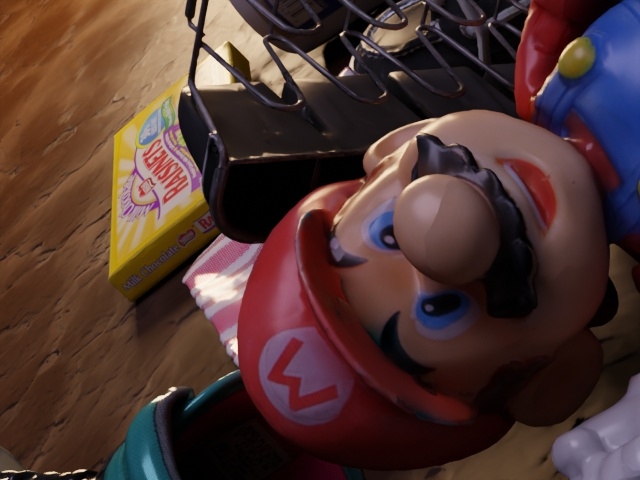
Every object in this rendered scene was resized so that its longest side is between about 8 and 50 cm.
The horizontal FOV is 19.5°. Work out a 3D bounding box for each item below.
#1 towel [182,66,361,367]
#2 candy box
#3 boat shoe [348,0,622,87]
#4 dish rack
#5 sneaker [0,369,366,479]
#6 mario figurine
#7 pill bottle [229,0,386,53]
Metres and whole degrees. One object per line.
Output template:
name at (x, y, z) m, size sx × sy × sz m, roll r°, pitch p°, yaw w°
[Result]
towel at (0.000, 0.000, 0.875) m, size 0.144 × 0.029 × 0.197 m, roll -51°, pitch 28°, yaw 7°
candy box at (-0.084, -0.047, 1.135) m, size 0.105 × 0.027 × 0.206 m, roll -40°, pitch 23°, yaw 14°
boat shoe at (0.104, -0.126, 0.876) m, size 0.306 × 0.105 × 0.113 m, roll -5°, pitch 43°, yaw 55°
dish rack at (0.055, -0.136, 0.704) m, size 0.074 × 0.208 × 0.271 m, roll 49°, pitch 136°, yaw 43°
sneaker at (-0.074, 0.116, 0.722) m, size 0.178 × 0.124 × 0.295 m, roll -47°, pitch 31°, yaw 3°
mario figurine at (0.107, -0.031, 0.628) m, size 0.320 × 0.170 × 0.198 m, roll -35°, pitch 35°, yaw 7°
pill bottle at (0.032, -0.203, 1.108) m, size 0.186 × 0.112 × 0.112 m, roll -30°, pitch 27°, yaw 26°
